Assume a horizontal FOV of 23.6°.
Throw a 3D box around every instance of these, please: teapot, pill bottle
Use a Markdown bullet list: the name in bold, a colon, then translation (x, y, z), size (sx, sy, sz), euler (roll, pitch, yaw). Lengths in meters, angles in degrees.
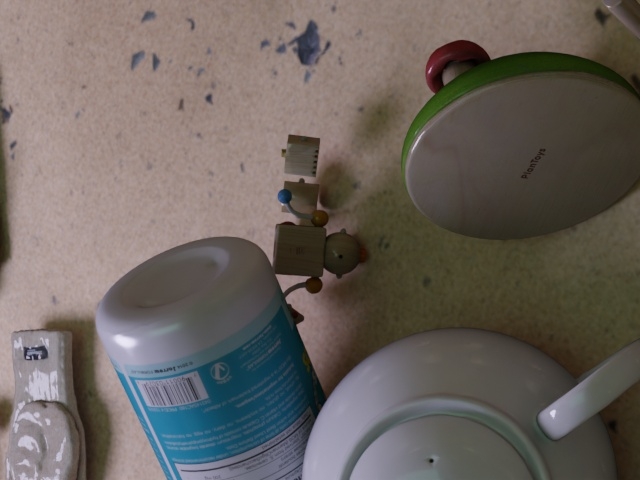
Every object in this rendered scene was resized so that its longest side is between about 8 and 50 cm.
- **teapot**: translation (0.099, 0.180, 1.103), size (0.252, 0.187, 0.256), euler (8, 91, 11)
- **pill bottle**: translation (-0.068, 0.140, 1.237), size (0.146, 0.146, 0.264), euler (-3, 119, 35)

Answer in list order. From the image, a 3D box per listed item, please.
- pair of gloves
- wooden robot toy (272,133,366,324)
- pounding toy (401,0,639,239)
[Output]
- **pair of gloves**: translation (-0.322, 0.196, 1.517), size (0.240, 0.042, 0.204), euler (-12, 80, 32)
- **wooden robot toy**: translation (0.000, 0.000, 1.294), size (0.079, 0.076, 0.173), euler (5, 94, -1)
- **pounding toy**: translation (0.163, -0.111, 1.126), size (0.237, 0.183, 0.110), euler (-34, 45, 29)
